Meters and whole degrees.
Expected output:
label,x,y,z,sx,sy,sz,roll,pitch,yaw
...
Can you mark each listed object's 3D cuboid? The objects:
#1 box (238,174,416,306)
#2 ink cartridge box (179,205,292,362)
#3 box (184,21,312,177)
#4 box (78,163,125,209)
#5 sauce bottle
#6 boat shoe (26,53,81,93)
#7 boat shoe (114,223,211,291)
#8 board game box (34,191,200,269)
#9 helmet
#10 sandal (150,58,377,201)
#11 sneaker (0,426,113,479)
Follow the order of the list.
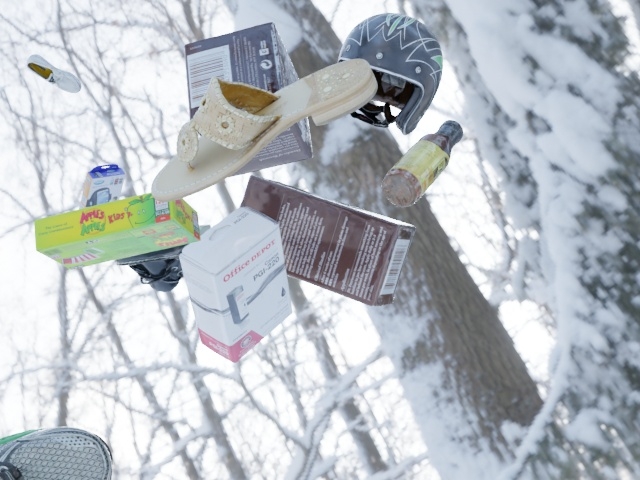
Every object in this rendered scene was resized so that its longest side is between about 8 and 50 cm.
label,x,y,z,sx,sy,sz,roll,pitch,yaw
box,0.000,0.000,1.965,0.143,0.381,0.191,4,-75,-68
ink cartridge box,-0.139,0.075,1.496,0.158,0.092,0.218,-40,-41,-32
box,-0.124,-0.243,1.543,0.166,0.169,0.203,-13,-25,9
box,-0.474,-0.107,1.907,0.081,0.028,0.136,-13,-36,-39
sauce bottle,0.107,-0.081,0.879,0.128,0.042,0.042,-46,-15,-39
boat shoe,-0.460,-0.282,1.510,0.100,0.035,0.035,35,-63,-21
boat shoe,-0.281,0.035,1.590,0.127,0.113,0.340,-3,4,7
board game box,-0.252,-0.012,1.100,0.181,0.043,0.092,-12,-19,9
helmet,0.102,-0.252,1.284,0.169,0.169,0.162,-13,-47,-26
sandal,-0.070,-0.126,0.816,0.240,0.088,0.079,-25,-52,6
sneaker,-0.275,0.236,0.618,0.146,0.134,0.343,-39,-5,40
